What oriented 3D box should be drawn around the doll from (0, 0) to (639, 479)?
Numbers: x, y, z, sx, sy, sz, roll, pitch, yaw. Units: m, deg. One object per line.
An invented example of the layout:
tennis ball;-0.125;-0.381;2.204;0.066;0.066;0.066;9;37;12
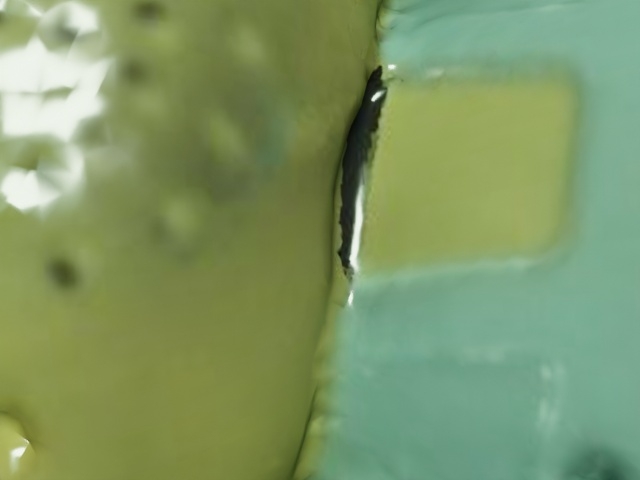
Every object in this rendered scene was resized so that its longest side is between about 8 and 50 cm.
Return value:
doll;0.000;0.000;0.387;0.261;0.161;0.177;11;74;4
